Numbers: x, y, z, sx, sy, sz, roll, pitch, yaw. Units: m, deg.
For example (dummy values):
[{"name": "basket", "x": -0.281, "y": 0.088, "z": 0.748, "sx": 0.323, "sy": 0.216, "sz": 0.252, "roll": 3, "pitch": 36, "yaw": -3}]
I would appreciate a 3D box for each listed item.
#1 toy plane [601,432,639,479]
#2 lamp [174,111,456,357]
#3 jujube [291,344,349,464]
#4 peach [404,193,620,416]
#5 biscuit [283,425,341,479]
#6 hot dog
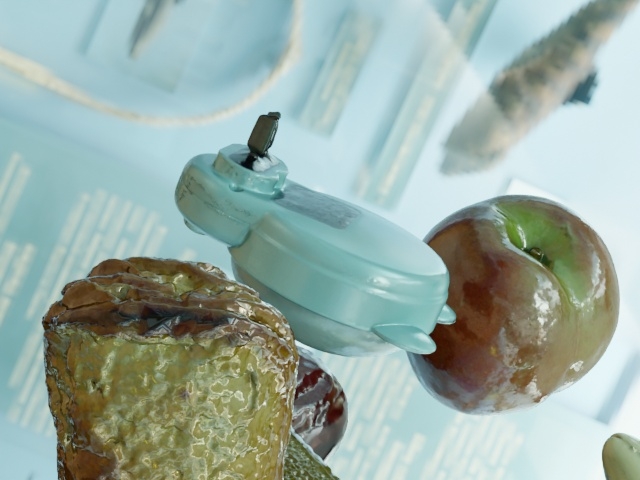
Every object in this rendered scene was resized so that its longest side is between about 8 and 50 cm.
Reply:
[{"name": "toy plane", "x": 0.302, "y": 0.266, "z": 1.346, "sx": 0.104, "sy": 0.256, "sz": 0.242, "roll": -45, "pitch": -176, "yaw": -35}, {"name": "lamp", "x": -0.007, "y": 0.010, "z": 1.572, "sx": 0.147, "sy": 0.284, "sz": 0.209, "roll": -46, "pitch": 178, "yaw": 14}, {"name": "jujube", "x": -0.085, "y": 0.224, "z": 1.830, "sx": 0.243, "sy": 0.183, "sz": 0.183, "roll": -30, "pitch": 174, "yaw": -25}, {"name": "peach", "x": 0.203, "y": 0.076, "z": 1.883, "sx": 0.252, "sy": 0.252, "sz": 0.252, "roll": -157, "pitch": -90, "yaw": -79}, {"name": "biscuit", "x": -0.082, "y": 0.204, "z": 1.602, "sx": 0.254, "sy": 0.172, "sz": 0.029, "roll": 42, "pitch": -54, "yaw": 42}, {"name": "hot dog", "x": -0.106, "y": 0.121, "z": 1.167, "sx": 0.114, "sy": 0.175, "sz": 0.259, "roll": -87, "pitch": -178, "yaw": -55}]
